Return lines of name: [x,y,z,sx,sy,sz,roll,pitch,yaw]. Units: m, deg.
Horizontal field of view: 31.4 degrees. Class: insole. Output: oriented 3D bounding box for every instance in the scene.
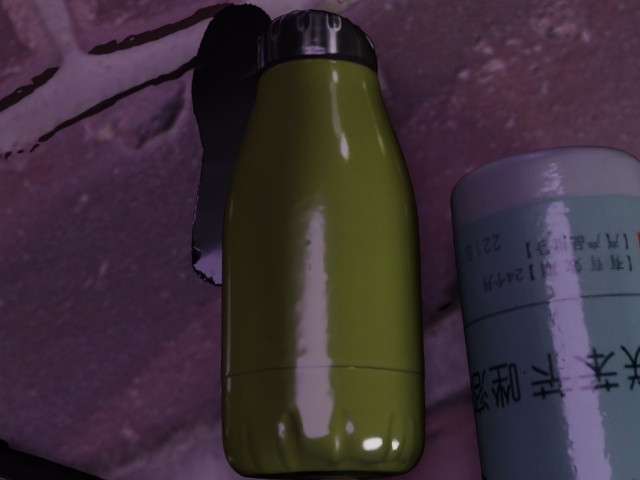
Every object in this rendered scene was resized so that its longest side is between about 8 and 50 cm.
insole: [-0.053,-0.063,0.718,0.064,0.004,0.188,1,76,9]

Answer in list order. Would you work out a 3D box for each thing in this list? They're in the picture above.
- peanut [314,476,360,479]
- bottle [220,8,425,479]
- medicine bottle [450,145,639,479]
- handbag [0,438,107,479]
peanut: [0.027,0.221,0.578,0.087,0.087,0.206,-15,89,4]
bottle: [0.000,0.000,0.638,0.112,0.112,0.260,-3,75,7]
medicine bottle: [0.140,0.131,0.585,0.110,0.110,0.351,-7,75,6]
handbag: [-0.174,0.241,0.619,0.275,0.088,0.244,16,82,11]
